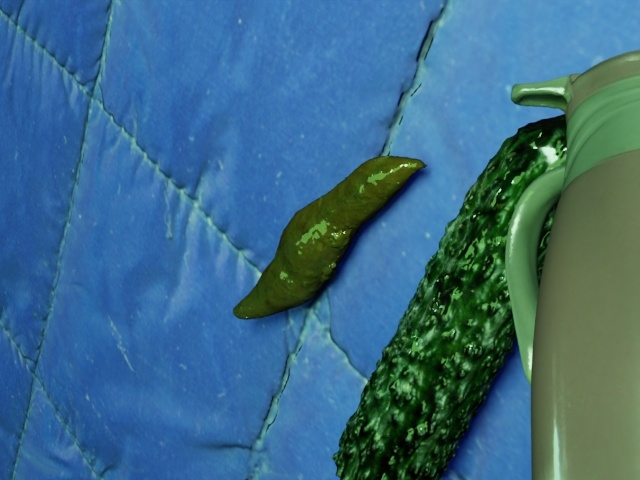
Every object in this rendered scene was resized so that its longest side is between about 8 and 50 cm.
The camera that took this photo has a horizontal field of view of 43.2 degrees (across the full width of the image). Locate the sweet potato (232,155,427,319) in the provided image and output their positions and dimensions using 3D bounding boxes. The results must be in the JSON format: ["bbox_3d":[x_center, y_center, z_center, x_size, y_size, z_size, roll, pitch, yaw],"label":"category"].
[{"bbox_3d":[0.000,0.000,0.737,0.274,0.067,0.067,-45,64,38],"label":"sweet potato"}]

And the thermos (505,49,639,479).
[{"bbox_3d":[0.169,0.035,0.420,0.176,0.146,0.264,-30,50,50],"label":"thermos"}]

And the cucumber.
[{"bbox_3d":[0.109,0.053,0.604,0.096,0.096,0.359,42,124,35],"label":"cucumber"}]
